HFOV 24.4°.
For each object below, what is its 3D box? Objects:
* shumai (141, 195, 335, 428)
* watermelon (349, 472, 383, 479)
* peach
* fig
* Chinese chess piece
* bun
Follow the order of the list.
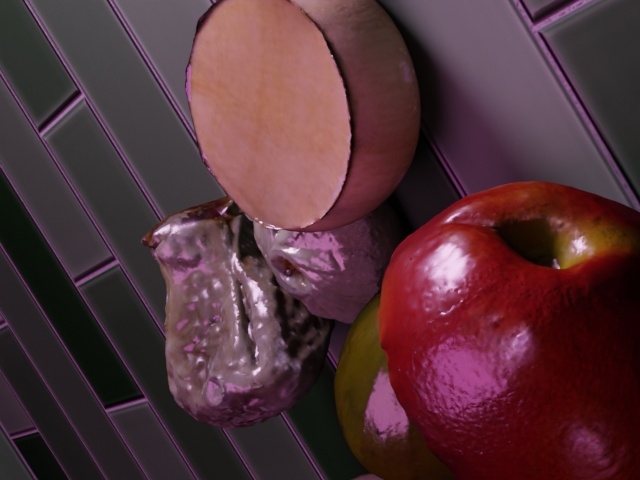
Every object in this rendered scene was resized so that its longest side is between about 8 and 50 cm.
[{"bbox_3d":[-0.116,0.087,1.720,0.222,0.225,0.261,41,-161,-30],"label":"shumai"},{"bbox_3d":[0.144,0.366,1.805,0.231,0.128,0.146,46,125,-9],"label":"watermelon"},{"bbox_3d":[0.187,0.114,1.292,0.281,0.281,0.338,37,147,32],"label":"peach"},{"bbox_3d":[0.110,0.134,1.479,0.203,0.203,0.225,35,151,34],"label":"fig"},{"bbox_3d":[-0.020,-0.135,1.448,0.257,0.104,0.257,21,119,43],"label":"Chinese chess piece"},{"bbox_3d":[0.000,0.000,1.611,0.195,0.118,0.195,42,151,30],"label":"bun"}]
